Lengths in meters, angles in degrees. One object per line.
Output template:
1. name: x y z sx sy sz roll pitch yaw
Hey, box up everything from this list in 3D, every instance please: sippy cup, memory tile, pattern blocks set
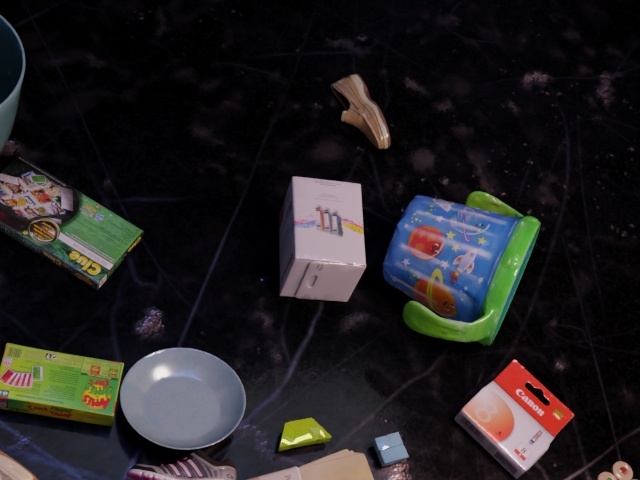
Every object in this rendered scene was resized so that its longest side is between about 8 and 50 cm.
1. sippy cup: 0.236 0.034 1.888 0.224 0.240 0.305 23 9 13
2. memory tile: 0.512 0.447 1.801 0.113 0.012 0.148 -25 67 -29
3. pattern blocks set: 0.004 0.409 1.669 0.325 0.026 0.285 -2 58 -17

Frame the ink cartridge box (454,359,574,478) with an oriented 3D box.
1. ink cartridge box: 0.336 0.293 1.837 0.145 0.045 0.179 43 58 14

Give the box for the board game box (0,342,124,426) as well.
1. board game box: -0.402 0.222 1.669 0.181 0.043 0.092 11 55 -9

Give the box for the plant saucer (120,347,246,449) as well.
1. plant saucer: -0.215 0.254 1.694 0.195 0.037 0.195 7 44 -7

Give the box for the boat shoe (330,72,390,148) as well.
1. boat shoe: 0.074 -0.244 2.124 0.072 0.068 0.190 -18 53 -13

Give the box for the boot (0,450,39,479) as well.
1. boot: -0.550 0.354 1.507 0.262 0.095 0.203 33 55 2

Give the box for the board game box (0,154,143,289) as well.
1. board game box: -0.446 -0.032 1.842 0.260 0.030 0.136 32 52 6

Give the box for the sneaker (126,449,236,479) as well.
1. sneaker: -0.202 0.350 1.624 0.170 0.063 0.074 4 40 5

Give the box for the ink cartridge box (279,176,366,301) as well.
1. ink cartridge box: 0.000 0.000 1.886 0.127 0.128 0.176 7 56 -12

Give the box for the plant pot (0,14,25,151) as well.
1. plant pot: -0.638 -0.223 1.787 0.293 0.235 0.293 8 54 -11

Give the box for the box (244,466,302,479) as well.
1. box: -0.161 0.437 1.517 0.311 0.121 0.148 -14 60 -14
